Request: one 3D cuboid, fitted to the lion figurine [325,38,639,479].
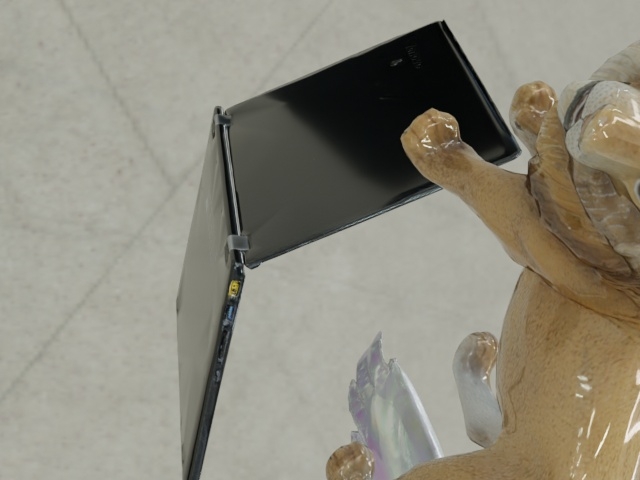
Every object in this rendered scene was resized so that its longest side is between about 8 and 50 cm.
[{"bbox_3d":[0.128,0.064,0.719,0.142,0.240,0.392,-12,123,-28],"label":"lion figurine"}]

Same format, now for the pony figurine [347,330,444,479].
[{"bbox_3d":[0.050,0.311,1.212,0.363,0.351,0.303,-27,149,-14],"label":"pony figurine"}]

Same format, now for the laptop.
[{"bbox_3d":[0.000,0.000,1.438,0.382,0.236,0.408,-103,-156,-63],"label":"laptop"}]
